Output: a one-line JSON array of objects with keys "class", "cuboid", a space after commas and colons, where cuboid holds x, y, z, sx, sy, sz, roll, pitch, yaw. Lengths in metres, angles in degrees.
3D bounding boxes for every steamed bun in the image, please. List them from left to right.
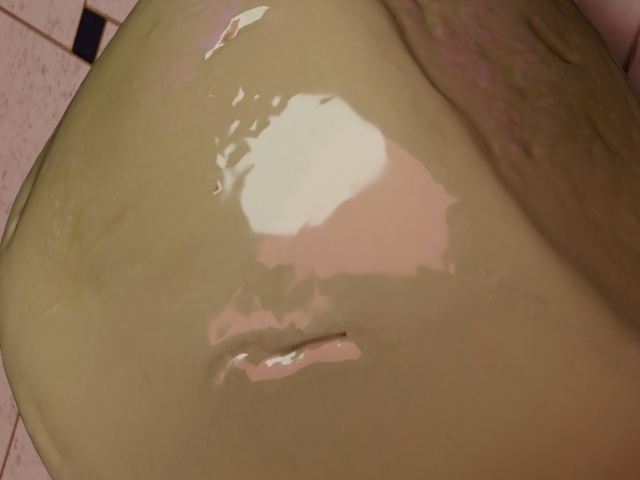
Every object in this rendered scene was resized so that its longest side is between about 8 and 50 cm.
[{"class": "steamed bun", "cuboid": [0.000, 0.000, 0.628, 0.371, 0.290, 0.456, -51, 50, 28]}]
